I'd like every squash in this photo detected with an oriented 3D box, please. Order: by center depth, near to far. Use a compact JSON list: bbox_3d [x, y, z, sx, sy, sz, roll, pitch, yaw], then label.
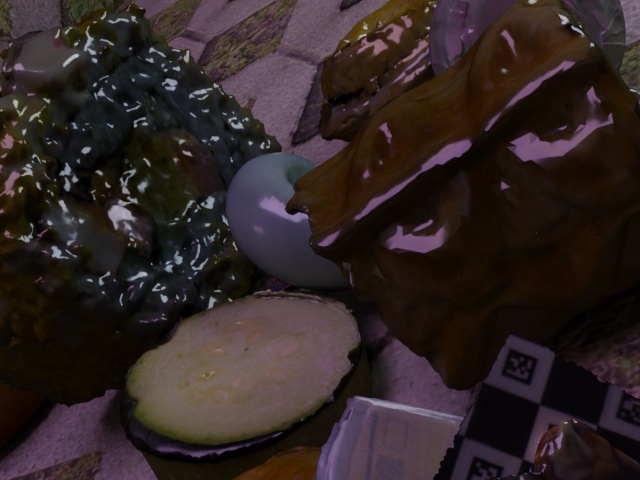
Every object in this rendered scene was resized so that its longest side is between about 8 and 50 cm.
[{"bbox_3d":[-0.048,0.143,1.006,0.220,0.133,0.220,-20,27,11],"label":"squash"}]

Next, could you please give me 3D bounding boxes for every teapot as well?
[{"bbox_3d":[0.174,-0.153,1.098,0.163,0.222,0.178,0,6,-8],"label":"teapot"}]

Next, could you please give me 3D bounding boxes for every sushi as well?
[{"bbox_3d":[0.157,0.141,0.587,0.139,0.201,0.031,-58,-9,-23],"label":"sushi"},{"bbox_3d":[-0.243,-0.039,1.249,0.240,0.351,0.396,-24,29,36],"label":"sushi"}]

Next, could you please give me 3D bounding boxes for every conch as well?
[{"bbox_3d":[0.021,-0.020,1.089,0.221,0.121,0.185,12,32,35],"label":"conch"}]

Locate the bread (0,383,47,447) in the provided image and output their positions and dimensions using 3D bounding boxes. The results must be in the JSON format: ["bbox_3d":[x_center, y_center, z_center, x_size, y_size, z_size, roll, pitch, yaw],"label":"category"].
[{"bbox_3d":[-0.442,0.153,1.474,0.312,0.172,0.312,-38,21,17],"label":"bread"}]

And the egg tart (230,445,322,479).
[{"bbox_3d":[-0.025,0.230,0.773,0.319,0.128,0.319,-36,24,18],"label":"egg tart"}]

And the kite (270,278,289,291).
[{"bbox_3d":[0.000,0.000,1.237,0.159,0.010,0.190,-49,27,-16],"label":"kite"}]

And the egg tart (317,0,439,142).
[{"bbox_3d":[0.093,-0.216,1.298,0.279,0.095,0.279,-39,13,11],"label":"egg tart"}]

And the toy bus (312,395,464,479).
[{"bbox_3d":[0.031,0.247,0.583,0.097,0.138,0.342,114,165,-51],"label":"toy bus"}]

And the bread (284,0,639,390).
[{"bbox_3d":[0.134,-0.035,0.870,0.252,0.238,0.196,-44,-10,14],"label":"bread"}]
